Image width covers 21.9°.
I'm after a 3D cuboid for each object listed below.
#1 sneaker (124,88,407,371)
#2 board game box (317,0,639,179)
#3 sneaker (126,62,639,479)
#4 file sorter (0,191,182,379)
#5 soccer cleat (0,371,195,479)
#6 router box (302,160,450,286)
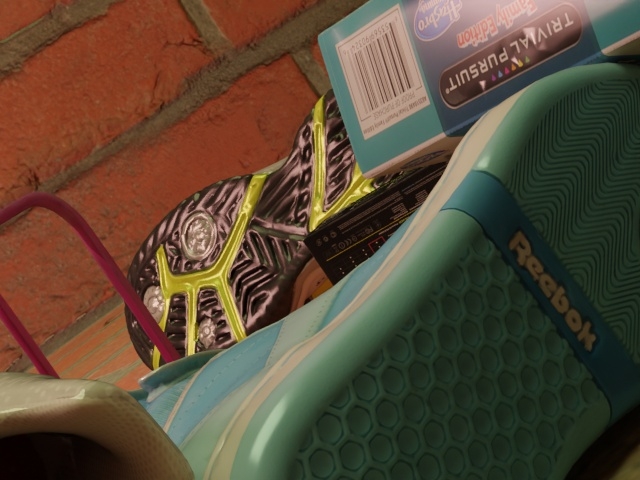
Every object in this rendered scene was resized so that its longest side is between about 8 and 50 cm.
[{"bbox_3d":[0.000,0.000,1.303,0.384,0.145,0.147,-33,-26,30],"label":"sneaker"},{"bbox_3d":[0.207,-0.126,0.777,0.336,0.079,0.253,-14,-6,-33],"label":"board game box"},{"bbox_3d":[0.021,0.049,0.641,0.208,0.127,0.319,-25,9,48],"label":"sneaker"},{"bbox_3d":[-0.213,0.137,0.823,0.290,0.202,0.182,-31,5,24],"label":"file sorter"},{"bbox_3d":[-0.151,0.161,0.439,0.143,0.116,0.331,-16,35,49],"label":"soccer cleat"},{"bbox_3d":[0.065,0.005,0.914,0.122,0.092,0.038,-30,6,29],"label":"router box"}]
